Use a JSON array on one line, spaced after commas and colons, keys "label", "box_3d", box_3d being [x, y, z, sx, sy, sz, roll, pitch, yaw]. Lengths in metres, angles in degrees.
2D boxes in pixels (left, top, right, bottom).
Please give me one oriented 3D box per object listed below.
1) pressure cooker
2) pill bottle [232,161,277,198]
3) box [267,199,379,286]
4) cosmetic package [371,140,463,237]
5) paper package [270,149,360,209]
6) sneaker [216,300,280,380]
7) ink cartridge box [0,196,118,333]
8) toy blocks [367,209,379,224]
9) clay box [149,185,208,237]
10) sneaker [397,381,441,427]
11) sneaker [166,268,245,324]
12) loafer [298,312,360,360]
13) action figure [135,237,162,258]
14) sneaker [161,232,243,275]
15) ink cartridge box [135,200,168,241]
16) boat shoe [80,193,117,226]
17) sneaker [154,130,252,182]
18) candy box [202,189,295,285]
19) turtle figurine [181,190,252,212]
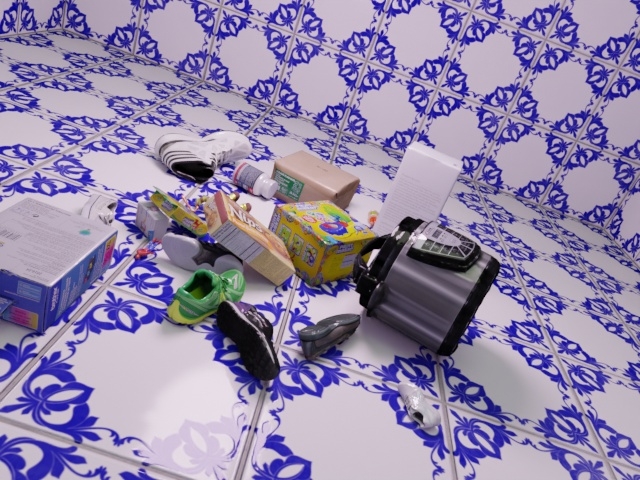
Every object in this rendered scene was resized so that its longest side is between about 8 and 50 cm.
[{"label": "pressure cooker", "box_3d": [0.315, 0.129, 1.756, 0.421, 0.375, 0.370, 30, -8, 18]}, {"label": "pill bottle", "box_3d": [-0.281, -0.256, 2.349, 0.180, 0.107, 0.108, 29, 27, 17]}, {"label": "box", "box_3d": [0.000, 0.000, 1.980, 0.279, 0.176, 0.290, 37, 29, 32]}, {"label": "cosmetic package", "box_3d": [0.388, -0.152, 2.249, 0.230, 0.452, 0.161, 26, 26, 8]}, {"label": "paper package", "box_3d": [-0.032, -0.253, 2.464, 0.325, 0.168, 0.309, 28, 26, 13]}, {"label": "sneaker", "box_3d": [-0.160, 0.254, 1.448, 0.124, 0.107, 0.283, 6, 29, -42]}, {"label": "ink cartridge box", "box_3d": [-0.725, 0.061, 1.336, 0.270, 0.151, 0.395, 20, 24, -1]}, {"label": "toy blocks", "box_3d": [0.275, -0.077, 2.479, 0.123, 0.054, 0.148, 19, 26, -5]}, {"label": "clay box", "box_3d": [-0.478, -0.096, 1.823, 0.127, 0.053, 0.222, 38, -2, 31]}, {"label": "sneaker", "box_3d": [0.254, 0.438, 1.453, 0.061, 0.053, 0.152, -5, 36, -39]}, {"label": "sneaker", "box_3d": [-0.302, 0.139, 1.534, 0.110, 0.123, 0.296, 31, 27, 16]}, {"label": "loafer", "box_3d": [0.028, 0.277, 1.593, 0.096, 0.084, 0.268, 0, 6, 37]}, {"label": "action figure", "box_3d": [-0.536, 0.028, 1.687, 0.038, 0.030, 0.115, 21, 30, 13]}, {"label": "sneaker", "box_3d": [-0.364, 0.033, 1.732, 0.269, 0.101, 0.153, 24, 24, -7]}, {"label": "ink cartridge box", "box_3d": [-0.556, -0.064, 1.782, 0.052, 0.088, 0.122, -10, 39, -43]}, {"label": "boat shoe", "box_3d": [-0.691, -0.069, 1.694, 0.088, 0.096, 0.267, 9, 19, -14]}, {"label": "sneaker", "box_3d": [-0.466, -0.342, 2.363, 0.448, 0.169, 0.257, -9, 47, -34]}, {"label": "candy box", "box_3d": [-0.228, -0.005, 1.747, 0.316, 0.088, 0.182, 41, 13, -36]}, {"label": "turtle figurine", "box_3d": [-0.374, -0.133, 2.058, 0.270, 0.087, 0.217, 30, 27, 17]}]
